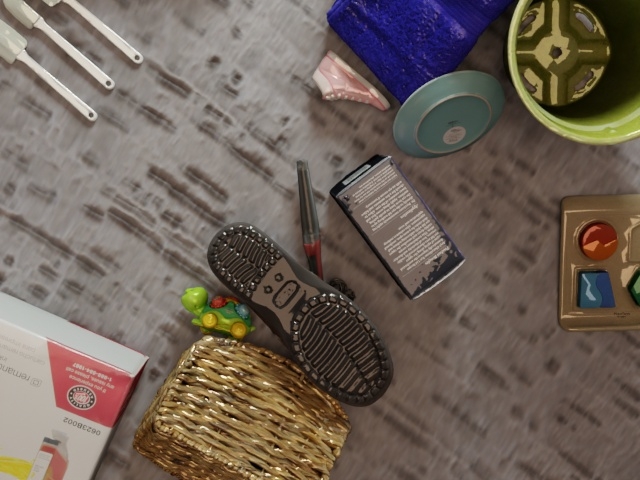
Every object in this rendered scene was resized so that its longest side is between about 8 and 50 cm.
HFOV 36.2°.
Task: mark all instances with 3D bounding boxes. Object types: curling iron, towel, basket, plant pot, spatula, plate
[{"bbox_3d":[0.000,0.000,1.610,0.068,0.035,0.274,-14,98,2],"label":"curling iron"},{"bbox_3d":[0.154,-0.373,1.463,0.228,0.076,0.308,51,125,14],"label":"towel"},{"bbox_3d":[-0.127,0.304,1.609,0.299,0.223,0.213,30,61,-6],"label":"basket"},{"bbox_3d":[0.392,-0.290,1.486,0.276,0.254,0.276,0,100,-2],"label":"plant pot"},{"bbox_3d":[-0.413,-0.321,1.563,0.242,0.019,0.168,40,92,-6],"label":"spatula"},{"bbox_3d":[0.206,-0.189,1.541,0.188,0.188,0.024,-21,54,0],"label":"plate"}]

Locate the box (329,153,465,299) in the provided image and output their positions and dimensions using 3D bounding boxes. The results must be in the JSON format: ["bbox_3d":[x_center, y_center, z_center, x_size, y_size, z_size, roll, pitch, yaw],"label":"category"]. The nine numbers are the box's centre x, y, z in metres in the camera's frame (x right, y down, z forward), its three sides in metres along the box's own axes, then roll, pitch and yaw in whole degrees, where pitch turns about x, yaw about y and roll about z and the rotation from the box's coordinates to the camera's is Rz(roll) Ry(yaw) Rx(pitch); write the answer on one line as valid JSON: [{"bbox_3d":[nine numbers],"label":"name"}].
[{"bbox_3d":[0.118,-0.024,1.556,0.108,0.153,0.207,-37,98,1],"label":"box"}]

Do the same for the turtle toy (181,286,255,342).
[{"bbox_3d":[-0.167,0.120,1.594,0.130,0.095,0.066,19,74,-5],"label":"turtle toy"}]

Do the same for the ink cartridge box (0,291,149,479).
[{"bbox_3d":[-0.483,0.317,1.557,0.279,0.160,0.385,24,95,-5],"label":"ink cartridge box"}]

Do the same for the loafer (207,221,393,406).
[{"bbox_3d":[-0.024,0.110,1.573,0.134,0.130,0.366,-42,90,0],"label":"loafer"}]

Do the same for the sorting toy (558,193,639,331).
[{"bbox_3d":[0.554,0.037,1.639,0.307,0.041,0.229,-1,96,-3],"label":"sorting toy"}]

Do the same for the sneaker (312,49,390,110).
[{"bbox_3d":[0.045,-0.239,1.580,0.134,0.051,0.070,40,95,-3],"label":"sneaker"}]
